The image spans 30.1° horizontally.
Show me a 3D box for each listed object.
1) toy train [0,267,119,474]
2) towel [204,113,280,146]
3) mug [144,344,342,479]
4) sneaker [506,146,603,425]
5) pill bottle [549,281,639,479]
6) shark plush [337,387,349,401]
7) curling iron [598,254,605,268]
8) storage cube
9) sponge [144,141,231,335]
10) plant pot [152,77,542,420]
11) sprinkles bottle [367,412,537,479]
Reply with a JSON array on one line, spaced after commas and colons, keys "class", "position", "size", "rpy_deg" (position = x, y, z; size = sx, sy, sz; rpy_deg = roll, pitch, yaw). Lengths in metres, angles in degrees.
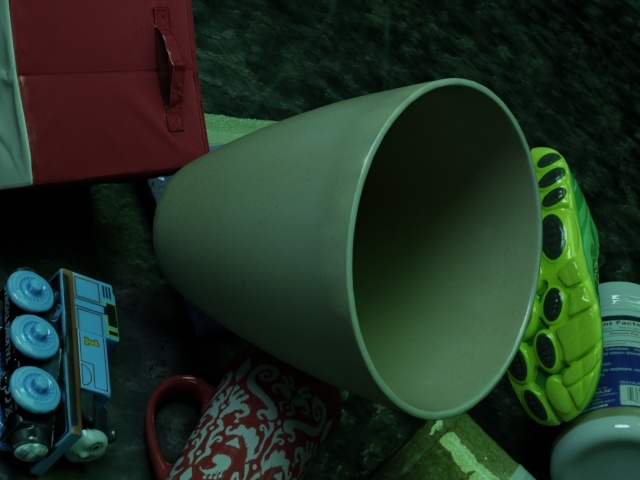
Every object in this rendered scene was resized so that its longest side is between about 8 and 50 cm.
[{"class": "toy train", "position": [-0.216, 0.102, 0.963], "size": [0.105, 0.080, 0.184], "rpy_deg": [20, 38, -34]}, {"class": "towel", "position": [-0.085, -0.102, 1.308], "size": [0.148, 0.027, 0.110], "rpy_deg": [6, 37, -1]}, {"class": "mug", "position": [-0.077, 0.184, 0.998], "size": [0.113, 0.150, 0.169], "rpy_deg": [67, 31, -25]}, {"class": "sneaker", "position": [0.257, 0.048, 1.253], "size": [0.123, 0.109, 0.296], "rpy_deg": [25, 60, -50]}, {"class": "pill bottle", "position": [0.332, 0.171, 1.314], "size": [0.153, 0.153, 0.265], "rpy_deg": [32, 35, -10]}, {"class": "shark plush", "position": [0.024, 0.132, 1.154], "size": [0.161, 0.067, 0.073], "rpy_deg": [-16, 61, -50]}, {"class": "curling iron", "position": [0.301, 0.071, 1.505], "size": [0.068, 0.035, 0.274], "rpy_deg": [49, 36, 7]}, {"class": "storage cube", "position": [-0.240, -0.136, 1.058], "size": [0.193, 0.215, 0.184], "rpy_deg": [-11, 96, -48]}, {"class": "sponge", "position": [-0.096, -0.006, 1.188], "size": [0.117, 0.031, 0.210], "rpy_deg": [-12, 57, -17]}, {"class": "plant pot", "position": [0.000, 0.000, 0.980], "size": [0.256, 0.274, 0.257], "rpy_deg": [-5, 97, -48]}, {"class": "sprinkles bottle", "position": [0.204, 0.305, 1.074], "size": [0.355, 0.121, 0.121], "rpy_deg": [45, 35, 9]}]
